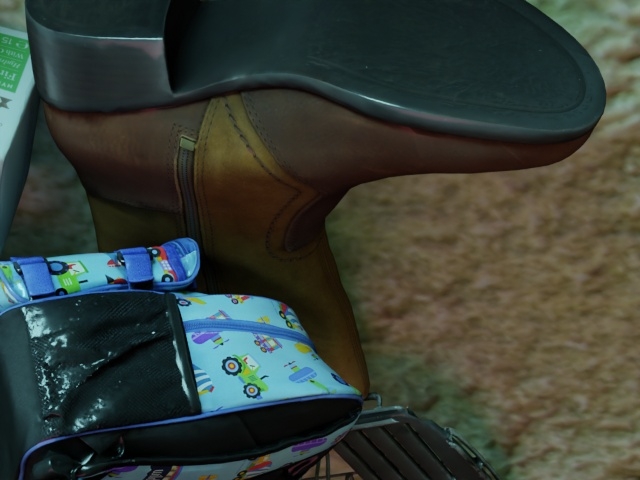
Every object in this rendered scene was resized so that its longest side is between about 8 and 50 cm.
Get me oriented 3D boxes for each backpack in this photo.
[{"bbox_3d":[-0.075,0.072,0.823,0.173,0.117,0.158,-8,156,-24],"label":"backpack"}]

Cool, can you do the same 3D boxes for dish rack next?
[{"bbox_3d":[-0.022,0.177,1.033,0.271,0.074,0.208,-12,144,22],"label":"dish rack"}]

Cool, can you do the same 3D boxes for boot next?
[{"bbox_3d":[0.000,0.000,0.835,0.264,0.096,0.280,3,139,9],"label":"boot"}]

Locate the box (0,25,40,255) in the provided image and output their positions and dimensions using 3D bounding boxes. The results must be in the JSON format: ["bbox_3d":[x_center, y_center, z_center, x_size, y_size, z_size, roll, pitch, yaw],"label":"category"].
[{"bbox_3d":[-0.191,-0.048,0.827,0.101,0.087,0.102,15,139,-4],"label":"box"}]
